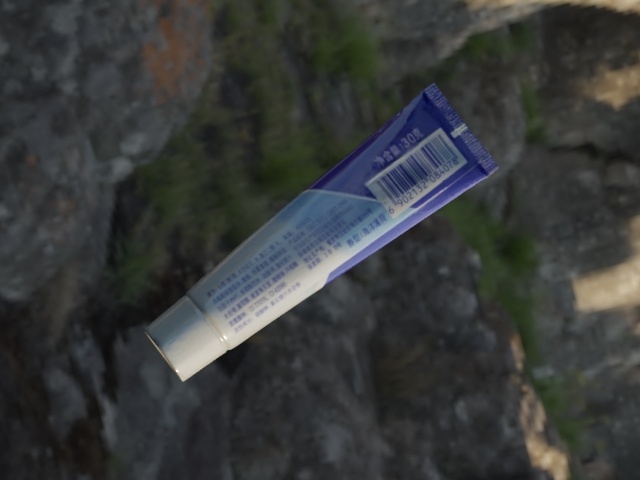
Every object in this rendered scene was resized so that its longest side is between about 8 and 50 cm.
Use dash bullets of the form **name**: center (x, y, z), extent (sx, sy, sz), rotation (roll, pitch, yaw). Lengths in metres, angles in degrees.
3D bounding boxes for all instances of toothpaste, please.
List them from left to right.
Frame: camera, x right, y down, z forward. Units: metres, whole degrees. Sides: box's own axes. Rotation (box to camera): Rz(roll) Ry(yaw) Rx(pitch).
- **toothpaste**: center (0.000, 0.000, 0.322), extent (0.024, 0.083, 0.015), rotation (51, -9, 2)
